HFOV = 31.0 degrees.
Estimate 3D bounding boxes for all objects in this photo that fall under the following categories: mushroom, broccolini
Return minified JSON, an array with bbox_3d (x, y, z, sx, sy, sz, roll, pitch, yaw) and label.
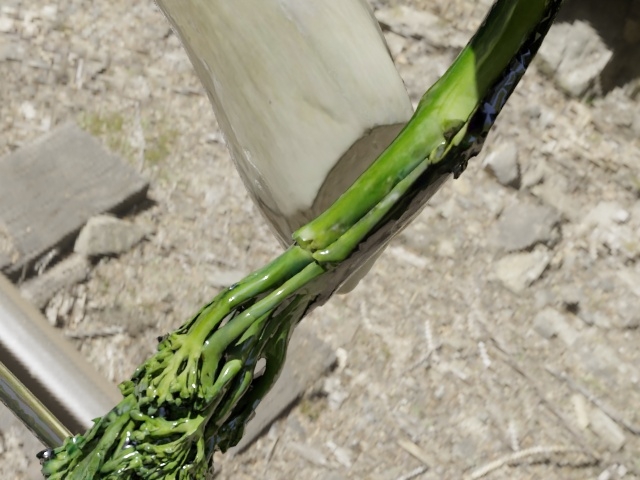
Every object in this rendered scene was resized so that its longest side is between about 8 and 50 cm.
[{"bbox_3d":[-0.025,-0.098,0.562,0.096,0.108,0.247,-30,83,-22],"label":"mushroom"},{"bbox_3d":[0.000,0.000,0.342,0.054,0.239,0.051,38,7,-14],"label":"broccolini"}]

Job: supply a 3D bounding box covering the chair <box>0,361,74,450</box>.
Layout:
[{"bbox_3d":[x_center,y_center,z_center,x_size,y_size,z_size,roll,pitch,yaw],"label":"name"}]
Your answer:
[{"bbox_3d":[-0.254,0.322,0.834,0.410,0.364,0.362,27,39,3],"label":"chair"}]
